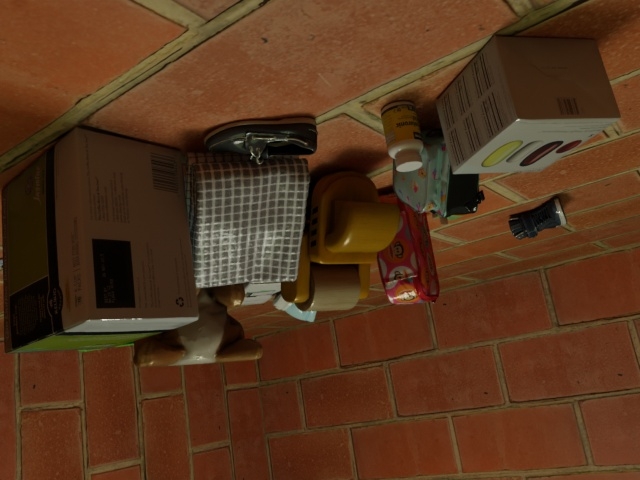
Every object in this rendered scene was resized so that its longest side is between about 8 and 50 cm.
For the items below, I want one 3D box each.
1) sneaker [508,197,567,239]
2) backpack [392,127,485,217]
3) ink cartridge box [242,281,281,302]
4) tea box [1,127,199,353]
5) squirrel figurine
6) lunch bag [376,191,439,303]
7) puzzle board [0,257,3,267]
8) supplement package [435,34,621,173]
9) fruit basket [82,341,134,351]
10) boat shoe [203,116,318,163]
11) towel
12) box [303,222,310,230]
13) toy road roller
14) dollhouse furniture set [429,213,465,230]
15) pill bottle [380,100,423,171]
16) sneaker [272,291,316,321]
[{"bbox_3d":[0.687,-0.065,1.930,0.164,0.086,0.226,-15,166,11],"label":"sneaker"},{"bbox_3d":[0.221,-0.137,1.191,0.145,0.165,0.188,-7,-161,-13],"label":"backpack"},{"bbox_3d":[-0.178,0.048,1.621,0.117,0.201,0.278,-3,164,-21],"label":"ink cartridge box"},{"bbox_3d":[-0.419,0.020,1.123,0.324,0.328,0.220,-19,163,39],"label":"tea box"},{"bbox_3d":[-0.322,0.115,1.480,0.281,0.369,0.397,0,168,-22],"label":"squirrel figurine"},{"bbox_3d":[0.230,0.026,1.603,0.120,0.292,0.258,-13,169,21],"label":"lunch bag"},{"bbox_3d":[-0.830,0.060,1.661,0.128,0.011,0.096,-12,165,16],"label":"puzzle board"},{"bbox_3d":[0.335,-0.218,1.013,0.194,0.149,0.203,-4,164,-18],"label":"supplement package"},{"bbox_3d":[-0.533,0.186,1.691,0.393,0.282,0.392,-3,-154,1],"label":"fruit basket"},{"bbox_3d":[-0.105,-0.174,1.089,0.206,0.064,0.075,-8,166,-3],"label":"boat shoe"},{"bbox_3d":[-0.149,-0.035,1.201,0.235,0.121,0.283,-8,122,-25],"label":"towel"},{"bbox_3d":[0.000,0.000,1.824,0.270,0.060,0.216,-11,164,8],"label":"box"},{"bbox_3d":[0.050,0.008,1.372,0.203,0.329,0.241,1,-175,-31],"label":"toy road roller"},{"bbox_3d":[0.375,-0.056,1.833,0.152,0.058,0.076,-4,165,-17],"label":"dollhouse furniture set"},{"bbox_3d":[0.149,-0.186,1.091,0.065,0.116,0.065,-9,166,-2],"label":"pill bottle"},{"bbox_3d":[0.030,0.061,1.618,0.150,0.135,0.365,33,107,-13],"label":"sneaker"}]
